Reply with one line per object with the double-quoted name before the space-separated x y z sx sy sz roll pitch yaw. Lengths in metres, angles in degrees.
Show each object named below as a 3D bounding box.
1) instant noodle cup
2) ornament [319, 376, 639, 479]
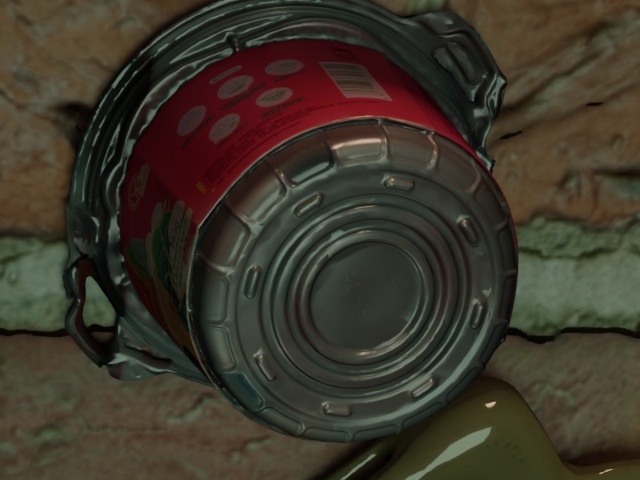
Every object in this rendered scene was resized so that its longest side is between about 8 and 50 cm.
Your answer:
"instant noodle cup" 0.000 0.000 1.096 0.302 0.181 0.258 -47 115 3
"ornament" 0.136 0.183 1.278 0.245 0.061 0.230 -35 118 2
